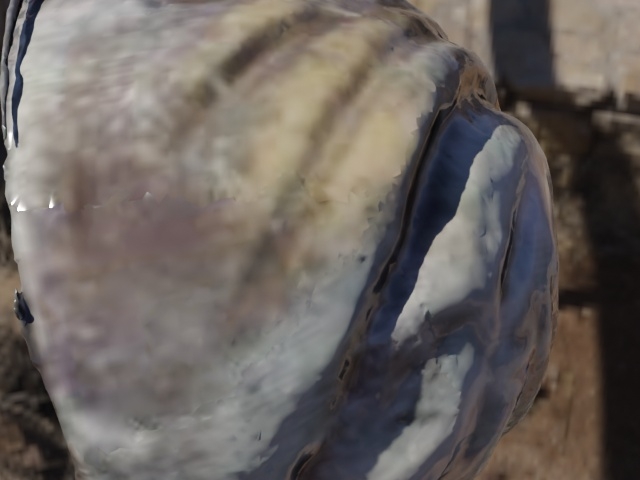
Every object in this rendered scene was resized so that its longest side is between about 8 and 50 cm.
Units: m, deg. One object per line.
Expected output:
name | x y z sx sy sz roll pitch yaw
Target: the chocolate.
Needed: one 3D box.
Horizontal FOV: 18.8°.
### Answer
chocolate | 0.000 0.000 0.873 0.213 0.303 0.303 -10 45 9
